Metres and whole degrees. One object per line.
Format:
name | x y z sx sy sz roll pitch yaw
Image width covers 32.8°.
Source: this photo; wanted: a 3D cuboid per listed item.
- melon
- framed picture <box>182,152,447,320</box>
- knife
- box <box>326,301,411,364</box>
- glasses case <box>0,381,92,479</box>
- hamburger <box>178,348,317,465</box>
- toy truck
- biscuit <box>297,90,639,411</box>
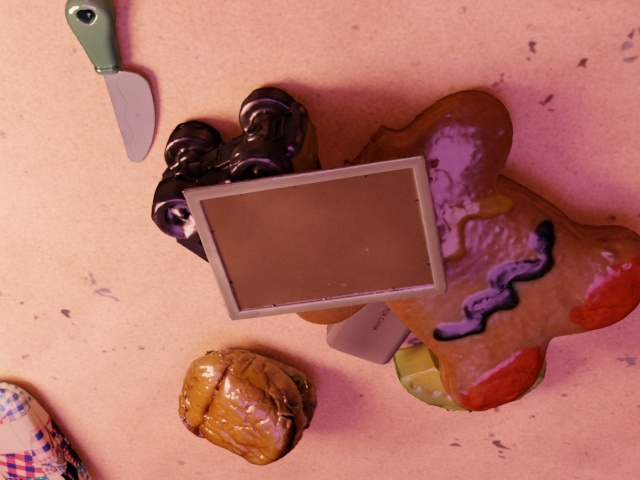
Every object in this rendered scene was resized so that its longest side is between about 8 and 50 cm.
melon | 0.217 0.194 1.559 0.210 0.064 0.118 -13 125 17
framed picture | 0.000 0.000 1.249 0.275 0.017 0.217 -7 131 7
knife | -0.236 -0.189 1.290 0.063 0.034 0.260 -8 138 7
box | 0.095 0.070 1.462 0.103 0.055 0.243 20 133 -10
glasses case | -0.485 0.349 1.803 0.125 0.076 0.327 -7 131 18
hamburger | -0.110 0.251 1.619 0.206 0.130 0.183 21 130 -8
toy truck | -0.088 -0.065 1.302 0.224 0.147 0.165 -24 127 24
biscuit | 0.169 0.039 1.337 0.394 0.076 0.368 40 112 -19
